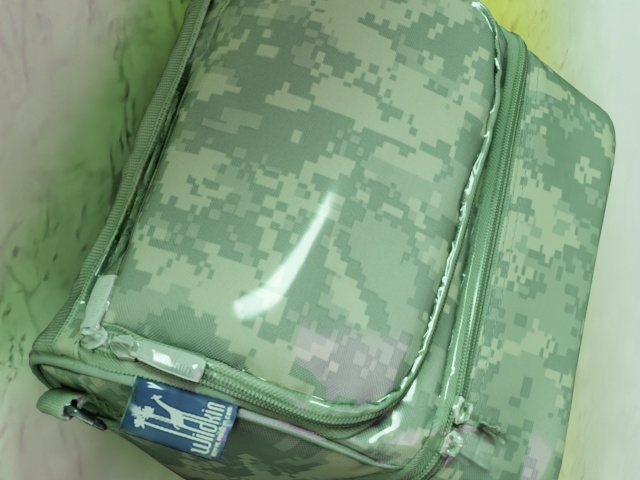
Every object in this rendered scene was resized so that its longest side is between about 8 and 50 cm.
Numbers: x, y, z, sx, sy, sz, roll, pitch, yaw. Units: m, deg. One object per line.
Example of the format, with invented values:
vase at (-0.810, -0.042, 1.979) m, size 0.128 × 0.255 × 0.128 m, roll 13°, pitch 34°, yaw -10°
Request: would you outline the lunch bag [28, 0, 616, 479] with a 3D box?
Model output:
lunch bag at (0.000, 0.000, 0.647) m, size 0.256 × 0.212 × 0.305 m, roll 32°, pitch 62°, yaw -30°
